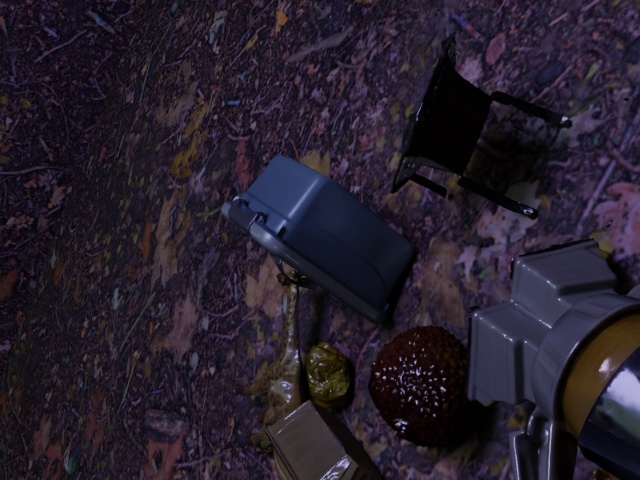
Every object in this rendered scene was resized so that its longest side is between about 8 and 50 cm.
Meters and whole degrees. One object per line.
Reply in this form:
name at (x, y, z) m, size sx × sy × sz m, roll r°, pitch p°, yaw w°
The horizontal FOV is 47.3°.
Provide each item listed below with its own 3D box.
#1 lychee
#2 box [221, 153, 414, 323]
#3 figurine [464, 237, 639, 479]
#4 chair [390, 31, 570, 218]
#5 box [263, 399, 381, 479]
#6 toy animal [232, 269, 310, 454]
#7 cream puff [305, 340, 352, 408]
lychee at (0.111, 0.152, 0.777) m, size 0.123 × 0.123 × 0.129 m, roll -7°, pitch 61°, yaw 54°
box at (0.000, 0.000, 0.922) m, size 0.130 × 0.227 × 0.162 m, roll -54°, pitch 34°, yaw -2°
figurine at (0.246, 0.120, 0.576) m, size 0.308 × 0.143 × 0.308 m, roll -34°, pitch 48°, yaw 47°
chair at (0.140, -0.117, 0.782) m, size 0.149 × 0.213 × 0.174 m, roll 25°, pitch 95°, yaw 51°
box at (-0.003, 0.276, 0.894) m, size 0.177 × 0.111 × 0.111 m, roll 41°, pitch 109°, yaw 54°
toy animal at (-0.057, 0.180, 1.034) m, size 0.149 × 0.054 × 0.275 m, roll 45°, pitch 124°, yaw 49°
cream puff at (0.012, 0.178, 0.964) m, size 0.058 × 0.083 × 0.083 m, roll -8°, pitch 47°, yaw 10°
